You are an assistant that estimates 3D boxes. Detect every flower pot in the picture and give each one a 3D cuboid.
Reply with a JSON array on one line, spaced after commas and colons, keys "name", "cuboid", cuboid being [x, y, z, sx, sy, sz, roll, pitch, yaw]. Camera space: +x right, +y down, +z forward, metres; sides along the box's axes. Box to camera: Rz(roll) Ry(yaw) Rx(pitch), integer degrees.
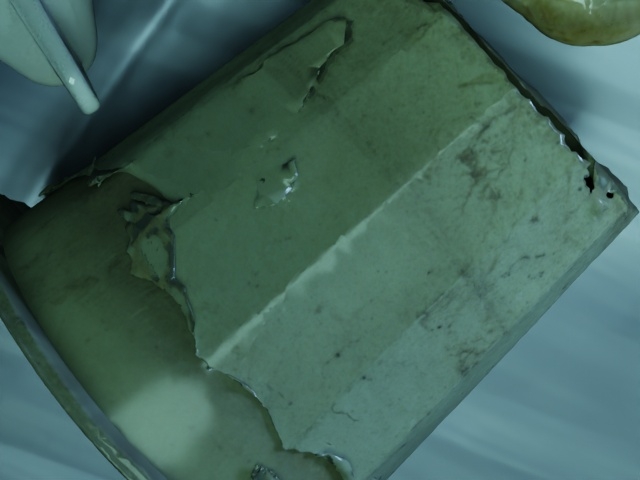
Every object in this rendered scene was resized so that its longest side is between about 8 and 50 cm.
[{"name": "flower pot", "cuboid": [0.000, 0.000, 0.737, 0.202, 0.212, 0.212, -43, 106, 10]}]

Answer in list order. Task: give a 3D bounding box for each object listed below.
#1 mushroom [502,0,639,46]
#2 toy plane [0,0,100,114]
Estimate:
[{"name": "mushroom", "cuboid": [0.098, -0.145, 0.709, 0.148, 0.112, 0.148, -3, 117, -6]}, {"name": "toy plane", "cuboid": [-0.150, -0.156, 0.696, 0.244, 0.117, 0.245, -8, 119, -15]}]
